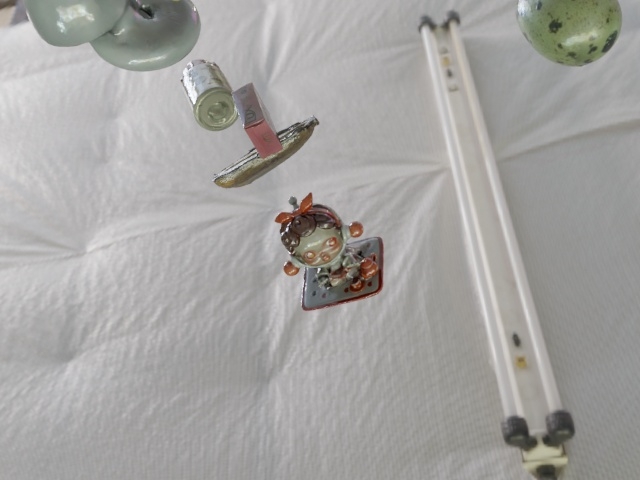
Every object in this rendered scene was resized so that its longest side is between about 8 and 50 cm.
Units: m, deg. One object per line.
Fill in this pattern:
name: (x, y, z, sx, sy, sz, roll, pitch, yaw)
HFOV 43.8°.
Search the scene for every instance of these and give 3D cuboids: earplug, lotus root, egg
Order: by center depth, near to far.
earplug: (-0.377, -0.423, 1.451, 0.175, 0.325, 0.214, -47, -133, 40)
egg: (0.499, -0.453, 1.620, 0.177, 0.177, 0.228, -40, -125, -16)
lotus root: (-0.135, -0.225, 2.134, 0.329, 0.078, 0.167, -29, -162, 14)

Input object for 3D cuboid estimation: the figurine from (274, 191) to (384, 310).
figurine: (0.000, 0.000, 1.581, 0.183, 0.226, 0.160, -15, -135, 20)

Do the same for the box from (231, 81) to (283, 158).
box: (-0.145, -0.274, 1.818, 0.060, 0.111, 0.156, -27, -131, 5)

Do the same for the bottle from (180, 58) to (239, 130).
bottle: (-0.284, -0.378, 1.997, 0.120, 0.120, 0.253, -25, -141, -3)
